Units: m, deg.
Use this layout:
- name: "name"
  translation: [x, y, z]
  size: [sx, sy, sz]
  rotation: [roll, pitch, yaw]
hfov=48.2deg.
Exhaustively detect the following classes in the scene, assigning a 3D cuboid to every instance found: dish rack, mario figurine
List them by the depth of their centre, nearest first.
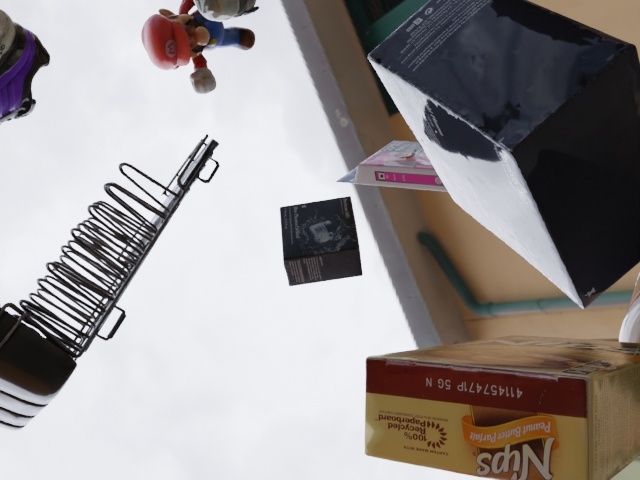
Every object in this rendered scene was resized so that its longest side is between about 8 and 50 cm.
- name: "dish rack"
  translation: [-0.185, 0.023, 0.584]
  size: [0.074, 0.208, 0.272]
  rotation: [36, -125, -14]
- name: "mario figurine"
  translation: [-0.241, -0.447, 1.545]
  size: [0.198, 0.170, 0.320]
  rotation: [47, -140, 0]

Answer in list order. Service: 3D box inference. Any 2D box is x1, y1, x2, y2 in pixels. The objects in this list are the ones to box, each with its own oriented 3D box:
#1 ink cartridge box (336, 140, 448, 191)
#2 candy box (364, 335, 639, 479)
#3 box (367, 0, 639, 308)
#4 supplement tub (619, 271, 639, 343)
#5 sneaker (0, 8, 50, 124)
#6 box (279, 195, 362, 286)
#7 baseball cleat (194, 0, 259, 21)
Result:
- name: "ink cartridge box"
  translation: [0.229, -0.192, 1.802]
  size: [0.175, 0.370, 0.069]
  rotation: [-37, -58, -42]
- name: "candy box"
  translation: [0.199, 0.140, 0.651]
  size: [0.316, 0.182, 0.088]
  rotation: [4, -94, -54]
- name: "box"
  translation: [0.275, -0.133, 0.962]
  size: [0.179, 0.312, 0.343]
  rotation: [-40, -47, 1]
- name: "supplement tub"
  translation: [0.490, 0.097, 0.896]
  size: [0.272, 0.191, 0.191]
  rotation: [-29, -83, -57]
- name: "sneaker"
  translation: [-0.551, -0.224, 1.181]
  size: [0.293, 0.102, 0.146]
  rotation: [-49, -27, 7]
- name: "box"
  translation: [0.000, 0.000, 1.502]
  size: [0.158, 0.093, 0.156]
  rotation: [-9, -133, 2]
- name: "baseball cleat"
  translation: [-0.119, -0.341, 0.764]
  size: [0.109, 0.072, 0.206]
  rotation: [-30, -67, -44]
